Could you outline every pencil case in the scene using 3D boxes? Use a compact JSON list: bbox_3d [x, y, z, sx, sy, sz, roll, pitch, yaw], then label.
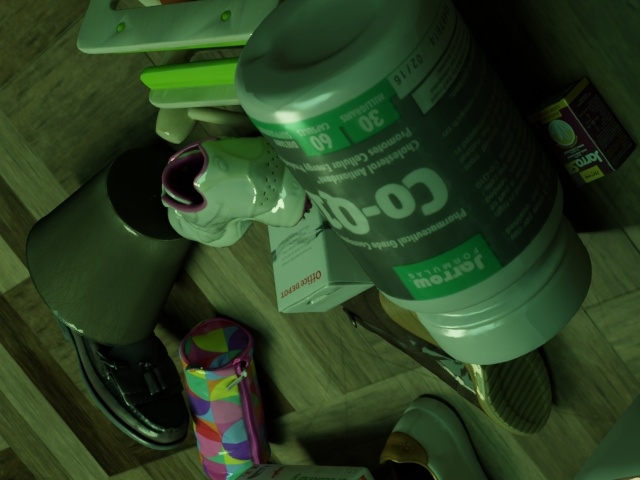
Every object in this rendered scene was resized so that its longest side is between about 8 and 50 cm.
[{"bbox_3d":[-0.121,0.210,2.077,0.104,0.104,0.236,23,140,29],"label":"pencil case"}]

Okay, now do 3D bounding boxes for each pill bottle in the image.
[{"bbox_3d":[0.096,-0.065,1.469,0.204,0.204,0.361,0,138,45],"label":"pill bottle"}]

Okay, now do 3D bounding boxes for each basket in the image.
[{"bbox_3d":[-0.240,-0.004,1.954,0.204,0.154,0.227,49,140,5],"label":"basket"}]

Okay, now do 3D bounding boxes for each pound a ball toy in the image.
[{"bbox_3d":[-0.090,-0.206,1.651,0.319,0.136,0.208,1,155,41],"label":"pound a ball toy"}]

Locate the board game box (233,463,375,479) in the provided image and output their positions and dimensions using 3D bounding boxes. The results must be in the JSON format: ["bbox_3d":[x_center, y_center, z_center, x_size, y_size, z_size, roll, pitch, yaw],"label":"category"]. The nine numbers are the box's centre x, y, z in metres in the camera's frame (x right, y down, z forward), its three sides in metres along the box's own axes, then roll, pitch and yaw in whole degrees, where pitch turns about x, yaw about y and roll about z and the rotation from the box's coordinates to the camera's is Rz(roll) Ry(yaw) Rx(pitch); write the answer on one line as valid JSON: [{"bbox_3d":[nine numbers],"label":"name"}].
[{"bbox_3d":[0.016,0.365,1.970,0.193,0.053,0.305,58,154,-9],"label":"board game box"}]

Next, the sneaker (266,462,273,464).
[{"bbox_3d":[-0.039,0.373,2.171,0.209,0.069,0.082,29,140,22],"label":"sneaker"}]

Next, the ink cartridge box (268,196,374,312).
[{"bbox_3d":[-0.003,-0.007,1.715,0.109,0.063,0.150,-32,61,53],"label":"ink cartridge box"}]

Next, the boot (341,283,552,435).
[{"bbox_3d":[0.127,0.106,1.755,0.248,0.090,0.207,49,161,-27],"label":"boot"}]

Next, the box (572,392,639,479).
[{"bbox_3d":[0.441,0.303,1.541,0.345,0.168,0.215,54,144,-10],"label":"box"}]

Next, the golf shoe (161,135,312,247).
[{"bbox_3d":[-0.118,-0.062,1.718,0.306,0.140,0.115,-18,66,63],"label":"golf shoe"}]

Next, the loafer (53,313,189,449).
[{"bbox_3d":[-0.261,0.137,2.096,0.302,0.109,0.095,52,135,30],"label":"loafer"}]

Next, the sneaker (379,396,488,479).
[{"bbox_3d":[0.154,0.333,1.899,0.106,0.123,0.290,-13,116,48],"label":"sneaker"}]

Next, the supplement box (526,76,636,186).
[{"bbox_3d":[0.238,-0.099,1.469,0.083,0.043,0.055,52,143,-8],"label":"supplement box"}]
